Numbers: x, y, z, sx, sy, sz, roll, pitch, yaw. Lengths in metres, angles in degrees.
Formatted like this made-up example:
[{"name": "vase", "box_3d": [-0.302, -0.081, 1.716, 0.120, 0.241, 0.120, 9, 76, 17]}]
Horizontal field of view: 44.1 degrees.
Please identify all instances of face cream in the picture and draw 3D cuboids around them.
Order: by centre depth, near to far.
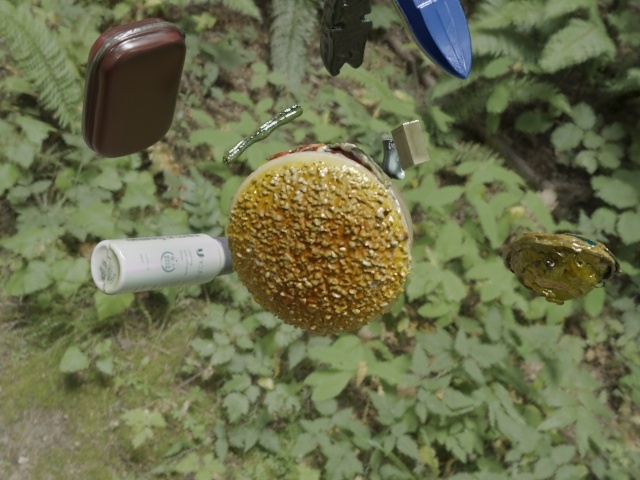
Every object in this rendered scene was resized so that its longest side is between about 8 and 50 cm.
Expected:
[{"name": "face cream", "box_3d": [-0.242, 0.036, 1.368, 0.311, 0.092, 0.092, -3, 47, -51]}]

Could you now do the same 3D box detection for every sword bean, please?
[{"name": "sword bean", "box_3d": [-0.161, -0.293, 2.173, 0.269, 0.038, 0.043, -38, 58, -17]}]

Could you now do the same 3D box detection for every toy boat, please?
[{"name": "toy boat", "box_3d": [0.217, -0.448, 1.561, 0.129, 0.088, 0.295, -28, 91, -18]}]

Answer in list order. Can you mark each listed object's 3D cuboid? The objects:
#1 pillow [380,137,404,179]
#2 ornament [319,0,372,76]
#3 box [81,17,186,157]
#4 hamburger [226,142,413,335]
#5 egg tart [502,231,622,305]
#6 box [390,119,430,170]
[{"name": "pillow", "box_3d": [0.220, -0.245, 2.378, 0.091, 0.136, 0.055, 5, -6, 10]}, {"name": "ornament", "box_3d": [0.002, -0.394, 1.209, 0.080, 0.202, 0.236, -18, 54, -16]}, {"name": "box", "box_3d": [-0.471, -0.375, 1.981, 0.263, 0.404, 0.108, -26, 66, -36]}, {"name": "hamburger", "box_3d": [0.000, 0.000, 1.206, 0.302, 0.302, 0.170, 37, 22, 9]}, {"name": "egg tart", "box_3d": [0.597, 0.080, 1.974, 0.290, 0.291, 0.107, 23, 65, -11]}, {"name": "box", "box_3d": [0.164, -0.173, 1.452, 0.035, 0.083, 0.079, -17, 92, -10]}]
